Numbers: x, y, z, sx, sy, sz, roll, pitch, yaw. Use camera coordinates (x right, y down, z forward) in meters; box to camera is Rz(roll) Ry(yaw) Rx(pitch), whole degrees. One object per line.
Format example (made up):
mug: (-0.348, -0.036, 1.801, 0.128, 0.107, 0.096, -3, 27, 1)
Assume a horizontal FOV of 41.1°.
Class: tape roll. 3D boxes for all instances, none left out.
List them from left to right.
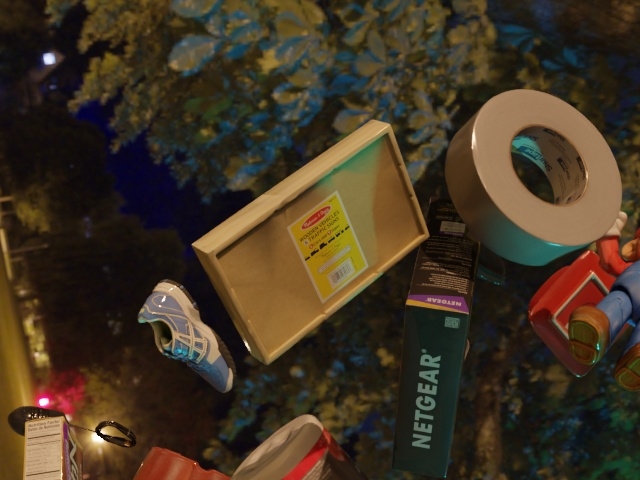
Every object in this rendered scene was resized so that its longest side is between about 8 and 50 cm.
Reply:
tape roll: (0.270, -0.080, 1.085, 0.072, 0.219, 0.219, -49, -126, 58)

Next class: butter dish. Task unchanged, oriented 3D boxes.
butter dish: (0.407, 0.111, 1.400, 0.160, 0.160, 0.118, 46, -8, -20)

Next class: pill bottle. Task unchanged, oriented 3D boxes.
pill bottle: (0.022, 0.434, 1.280, 0.318, 0.176, 0.176, 50, -19, -3)

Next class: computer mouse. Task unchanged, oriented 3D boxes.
computer mouse: (-0.465, 0.361, 1.605, 0.041, 0.242, 0.071, -100, -152, -56)

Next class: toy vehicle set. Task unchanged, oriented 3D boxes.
toy vehicle set: (0.000, 0.000, 0.980, 0.035, 0.267, 0.166, 24, -36, 51)

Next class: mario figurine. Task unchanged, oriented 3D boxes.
mario figurine: (0.450, 0.039, 1.145, 0.198, 0.320, 0.170, 53, -40, -9)

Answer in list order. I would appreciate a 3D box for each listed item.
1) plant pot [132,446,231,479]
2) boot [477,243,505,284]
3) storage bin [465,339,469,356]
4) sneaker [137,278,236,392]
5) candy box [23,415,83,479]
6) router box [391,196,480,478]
plant pot: (-0.289, 0.555, 1.637, 0.265, 0.272, 0.272, -67, -171, -20)
boot: (0.315, -0.033, 1.611, 0.094, 0.246, 0.207, 22, -90, 35)
storage bin: (0.217, 0.238, 1.648, 0.091, 0.098, 0.135, 83, 31, -77)
sneaker: (-0.213, 0.166, 1.356, 0.080, 0.081, 0.211, -17, -66, 47)
candy box: (-0.332, 0.328, 1.064, 0.109, 0.053, 0.186, 88, -7, -54)
router box: (0.163, 0.133, 1.186, 0.243, 0.081, 0.309, -69, 163, -51)
